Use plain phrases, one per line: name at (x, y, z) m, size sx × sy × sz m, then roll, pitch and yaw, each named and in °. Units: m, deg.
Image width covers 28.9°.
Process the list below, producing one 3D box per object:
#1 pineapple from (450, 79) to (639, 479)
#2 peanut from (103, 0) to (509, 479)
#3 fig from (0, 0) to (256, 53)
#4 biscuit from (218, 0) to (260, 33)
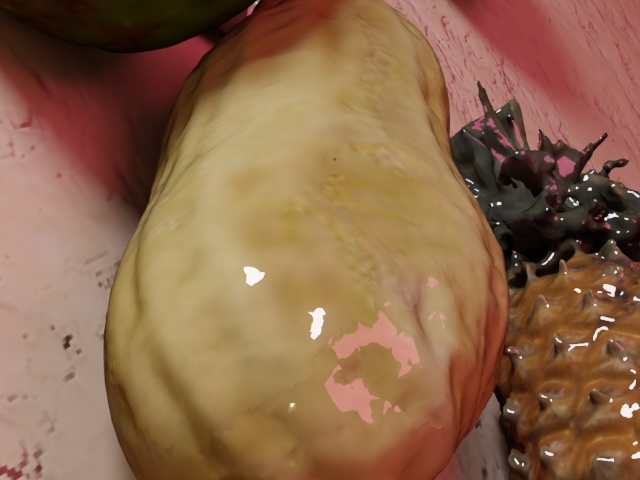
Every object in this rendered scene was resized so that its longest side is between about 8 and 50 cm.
pineapple at (0.149, 0.034, 0.691) m, size 0.169 × 0.169 × 0.340 m, roll 35°, pitch 27°, yaw -38°
peanut at (0.000, 0.000, 0.488) m, size 0.147 × 0.147 × 0.319 m, roll 46°, pitch 23°, yaw -23°
fig at (-0.077, -0.167, 0.496) m, size 0.181 × 0.191 × 0.181 m, roll -4°, pitch 96°, yaw -42°
biscuit at (-0.092, -0.205, 0.654) m, size 0.290 × 0.038 × 0.141 m, roll 56°, pitch 26°, yaw -3°
